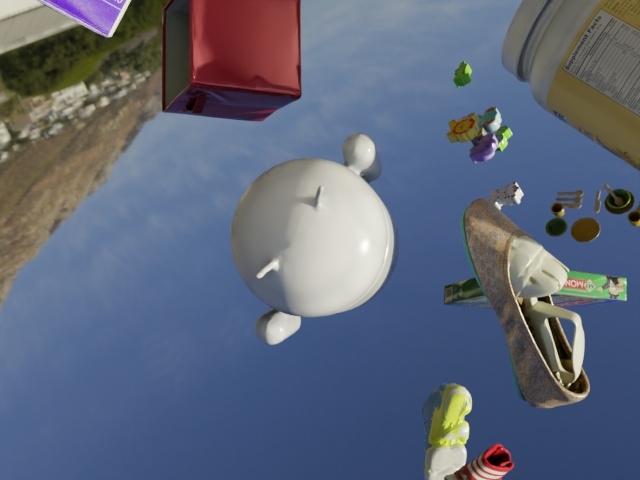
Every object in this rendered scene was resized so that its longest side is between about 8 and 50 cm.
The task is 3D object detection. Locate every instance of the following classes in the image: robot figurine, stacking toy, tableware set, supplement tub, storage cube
[{"bbox_3d":[0.000,0.000,0.950,0.199,0.300,0.353,24,-178,12],"label":"robot figurine"},{"bbox_3d":[0.272,-0.176,1.147,0.052,0.167,0.221,-20,-145,31],"label":"stacking toy"},{"bbox_3d":[0.461,-0.045,1.181,0.154,0.024,0.104,3,-115,35],"label":"tableware set"},{"bbox_3d":[0.445,-0.240,0.965,0.241,0.241,0.331,-34,-118,-30],"label":"supplement tub"},{"bbox_3d":[-0.154,-0.317,1.193,0.193,0.215,0.183,0,175,-26],"label":"storage cube"}]

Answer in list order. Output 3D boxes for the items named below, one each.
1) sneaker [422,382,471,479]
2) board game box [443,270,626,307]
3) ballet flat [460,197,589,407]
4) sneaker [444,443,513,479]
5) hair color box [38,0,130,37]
[{"bbox_3d":[0.275,0.434,1.584,0.091,0.240,0.126,16,-178,-14],"label":"sneaker"},{"bbox_3d":[0.406,0.101,1.380,0.213,0.046,0.317,8,168,-13],"label":"board game box"},{"bbox_3d":[0.289,0.083,0.941,0.106,0.316,0.107,-7,-157,47],"label":"ballet flat"},{"bbox_3d":[0.332,0.469,1.365,0.128,0.221,0.087,-37,-122,7],"label":"sneaker"},{"bbox_3d":[-0.147,-0.352,0.553,0.339,0.110,0.185,-56,-143,12],"label":"hair color box"}]
